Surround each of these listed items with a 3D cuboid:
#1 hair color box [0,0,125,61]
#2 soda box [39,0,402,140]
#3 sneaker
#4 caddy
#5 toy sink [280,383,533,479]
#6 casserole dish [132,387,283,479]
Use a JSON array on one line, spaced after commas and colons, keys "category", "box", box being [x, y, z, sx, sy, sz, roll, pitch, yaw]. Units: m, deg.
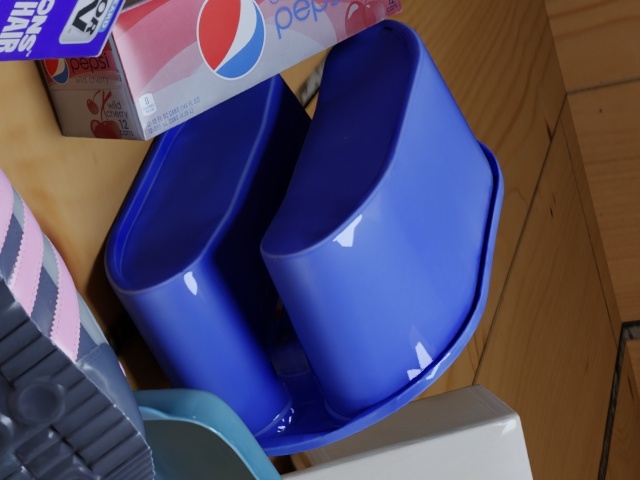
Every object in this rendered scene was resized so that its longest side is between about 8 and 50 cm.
[{"category": "hair color box", "box": [-0.219, -0.153, 0.549, 0.110, 0.185, 0.339, -62, 166, 19]}, {"category": "soda box", "box": [-0.063, -0.154, 0.953, 0.263, 0.092, 0.084, -33, 117, -39]}, {"category": "sneaker", "box": [-0.196, 0.010, 0.718, 0.319, 0.112, 0.131, 65, -5, -22]}, {"category": "caddy", "box": [0.000, 0.000, 0.993, 0.179, 0.241, 0.341, 61, 29, -32]}, {"category": "toy sink", "box": [0.051, 0.227, 1.138, 0.131, 0.234, 0.153, -146, -139, -78]}, {"category": "casserole dish", "box": [-0.078, 0.151, 0.895, 0.188, 0.114, 0.037, 62, 34, -39]}]
